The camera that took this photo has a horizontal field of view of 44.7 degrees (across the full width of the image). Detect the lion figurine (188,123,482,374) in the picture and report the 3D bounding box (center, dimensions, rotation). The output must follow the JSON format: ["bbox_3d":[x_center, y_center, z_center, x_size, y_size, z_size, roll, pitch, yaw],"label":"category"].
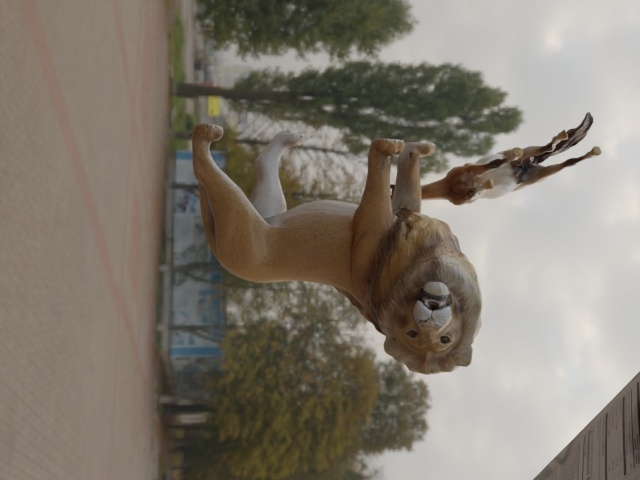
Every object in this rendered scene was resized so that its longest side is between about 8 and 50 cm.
[{"bbox_3d":[0.000,0.000,0.879,0.142,0.392,0.240,-7,105,-60],"label":"lion figurine"}]

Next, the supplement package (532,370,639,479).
[{"bbox_3d":[0.306,0.272,0.647,0.198,0.199,0.263,-69,180,-46],"label":"supplement package"}]

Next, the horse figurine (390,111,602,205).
[{"bbox_3d":[0.235,-0.091,0.991,0.174,0.263,0.066,-21,-91,65],"label":"horse figurine"}]
